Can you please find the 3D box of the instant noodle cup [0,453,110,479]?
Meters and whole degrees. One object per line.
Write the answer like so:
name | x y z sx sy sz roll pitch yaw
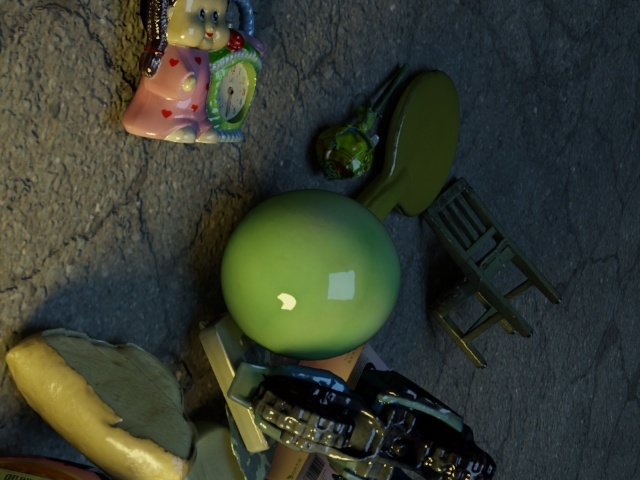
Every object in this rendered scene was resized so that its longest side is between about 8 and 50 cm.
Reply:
instant noodle cup | -0.324 0.384 1.366 0.244 0.244 0.255 -22 128 -51

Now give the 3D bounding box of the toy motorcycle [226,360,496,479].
toy motorcycle | 0.044 0.240 1.711 0.416 0.232 0.172 20 93 -43

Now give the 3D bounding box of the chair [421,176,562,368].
chair | 0.248 0.056 2.189 0.270 0.147 0.136 49 45 0

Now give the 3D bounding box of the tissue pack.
tissue pack | 0.006 0.272 1.911 0.246 0.092 0.148 -62 143 -21

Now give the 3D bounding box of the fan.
fan | -0.089 0.223 1.740 0.131 0.009 0.240 50 32 -41

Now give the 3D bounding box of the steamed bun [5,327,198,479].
steamed bun | -0.232 0.196 1.482 0.110 0.231 0.212 -50 171 12

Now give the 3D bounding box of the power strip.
power strip | -0.099 0.181 1.700 0.192 0.035 0.081 67 25 -8

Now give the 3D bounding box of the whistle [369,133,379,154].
whistle | 0.056 -0.126 1.906 0.083 0.029 0.033 -47 119 -27

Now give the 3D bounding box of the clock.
clock | -0.142 -0.213 1.517 0.194 0.100 0.195 -10 112 -59

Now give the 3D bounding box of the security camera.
security camera | -0.198 0.343 1.634 0.301 0.080 0.157 -35 116 -47

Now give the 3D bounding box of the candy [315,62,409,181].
candy | 0.070 -0.179 1.885 0.077 0.073 0.262 51 47 -19

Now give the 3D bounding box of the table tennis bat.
table tennis bat | 0.126 -0.111 2.000 0.368 0.054 0.224 -52 143 -39

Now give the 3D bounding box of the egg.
egg | -0.009 0.043 1.690 0.270 0.220 0.220 -7 107 -62
